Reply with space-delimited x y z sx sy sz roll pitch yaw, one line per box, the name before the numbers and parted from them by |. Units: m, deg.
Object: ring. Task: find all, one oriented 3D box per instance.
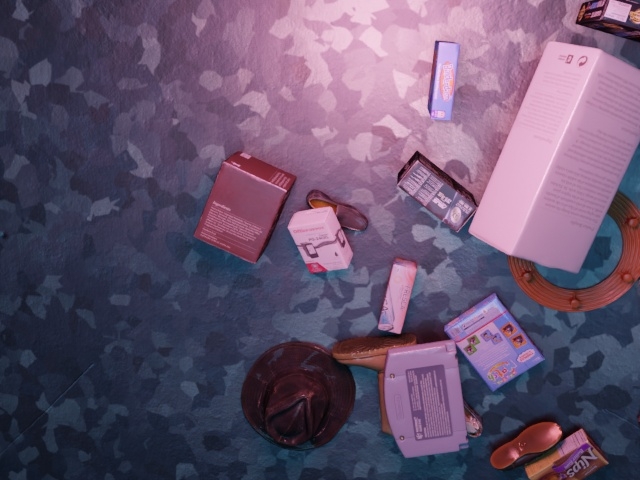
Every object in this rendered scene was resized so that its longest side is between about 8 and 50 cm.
ring | 0.629 0.022 1.771 0.336 0.032 0.337 2 106 7

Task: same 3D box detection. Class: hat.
hat | -0.070 0.443 1.925 0.331 0.134 0.332 2 106 7

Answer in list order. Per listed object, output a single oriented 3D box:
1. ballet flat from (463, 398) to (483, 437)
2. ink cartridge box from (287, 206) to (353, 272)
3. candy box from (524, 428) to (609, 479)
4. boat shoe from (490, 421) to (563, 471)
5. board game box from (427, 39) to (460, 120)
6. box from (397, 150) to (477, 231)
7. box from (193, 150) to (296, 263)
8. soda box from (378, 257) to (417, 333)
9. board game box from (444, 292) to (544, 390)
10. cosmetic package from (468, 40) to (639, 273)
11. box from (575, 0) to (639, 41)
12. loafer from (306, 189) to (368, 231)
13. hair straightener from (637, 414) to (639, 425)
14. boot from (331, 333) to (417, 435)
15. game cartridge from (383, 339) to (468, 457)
ballet flat | 0.360 0.448 1.910 0.188 0.070 0.070 40 107 -5
ink cartridge box | 0.000 0.000 1.789 0.109 0.063 0.150 -9 125 27
candy box | 0.647 0.590 1.913 0.186 0.053 0.109 -37 113 16
boat shoe | 0.549 0.547 1.919 0.207 0.073 0.073 -32 140 18
board game box | 0.271 -0.359 1.609 0.047 0.210 0.160 5 107 4
box | 0.273 -0.118 1.712 0.180 0.147 0.077 37 106 -5
box | -0.181 -0.083 1.765 0.167 0.168 0.203 25 108 -1
soda box | 0.195 0.140 1.843 0.062 0.058 0.183 13 107 3
board game box | 0.445 0.262 1.858 0.160 0.039 0.211 -36 98 15
cosmetic package | 0.535 -0.176 1.593 0.230 0.161 0.453 14 103 -31
box | 0.652 -0.462 1.528 0.175 0.220 0.051 16 105 1
loafer | 0.039 -0.066 1.799 0.170 0.061 0.062 24 107 -1
hair straightener | 0.872 0.404 1.844 0.089 0.047 0.231 7 107 5
boot | 0.161 0.391 1.906 0.236 0.089 0.270 -6 107 9
game cartridge | 0.261 0.403 1.840 0.198 0.062 0.297 -7 104 7
